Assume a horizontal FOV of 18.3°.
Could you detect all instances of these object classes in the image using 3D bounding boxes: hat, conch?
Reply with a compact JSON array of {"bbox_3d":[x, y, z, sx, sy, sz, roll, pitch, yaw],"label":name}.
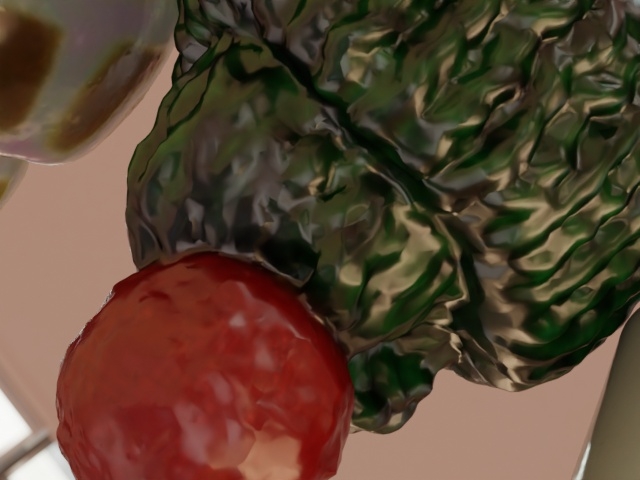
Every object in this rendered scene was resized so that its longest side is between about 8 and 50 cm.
[{"bbox_3d":[0.000,0.000,0.886,0.242,0.274,0.332,6,50,51],"label":"hat"},{"bbox_3d":[-0.192,-0.134,1.050,0.249,0.197,0.368,23,61,37],"label":"conch"}]

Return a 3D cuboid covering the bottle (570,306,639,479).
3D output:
[{"bbox_3d":[0.163,0.102,0.863,0.104,0.104,0.245,-34,25,51],"label":"bottle"}]
